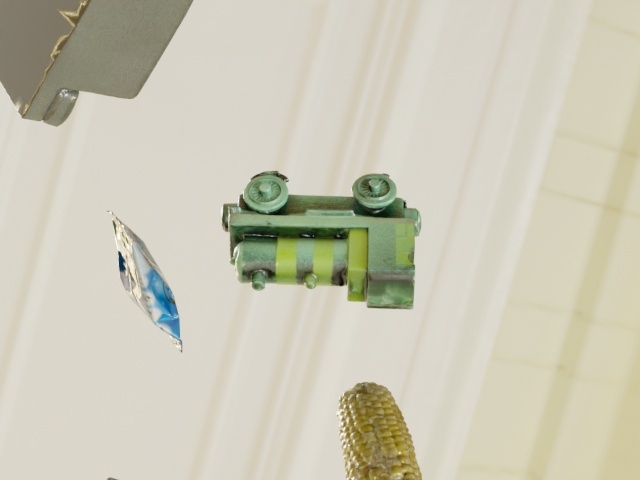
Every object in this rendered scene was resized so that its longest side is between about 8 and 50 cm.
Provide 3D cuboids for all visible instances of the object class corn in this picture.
[{"bbox_3d":[0.070,0.273,1.531,0.086,0.086,0.288,13,-132,-30],"label":"corn"}]

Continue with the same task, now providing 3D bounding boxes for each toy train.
[{"bbox_3d":[0.000,0.001,1.512,0.200,0.083,0.132,-1,-132,3],"label":"toy train"}]

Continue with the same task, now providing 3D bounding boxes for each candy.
[{"bbox_3d":[-0.165,0.033,1.412,0.038,0.136,0.088,-26,-155,-8],"label":"candy"}]

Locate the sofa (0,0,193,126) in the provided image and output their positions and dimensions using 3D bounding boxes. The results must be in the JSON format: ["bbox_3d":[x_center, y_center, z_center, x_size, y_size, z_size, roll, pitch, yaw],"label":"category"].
[{"bbox_3d":[-0.112,-0.123,0.649,0.060,0.085,0.147,5,-139,-45],"label":"sofa"}]

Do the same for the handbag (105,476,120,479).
[{"bbox_3d":[-0.174,0.386,1.384,0.247,0.240,0.341,-30,126,32],"label":"handbag"}]
